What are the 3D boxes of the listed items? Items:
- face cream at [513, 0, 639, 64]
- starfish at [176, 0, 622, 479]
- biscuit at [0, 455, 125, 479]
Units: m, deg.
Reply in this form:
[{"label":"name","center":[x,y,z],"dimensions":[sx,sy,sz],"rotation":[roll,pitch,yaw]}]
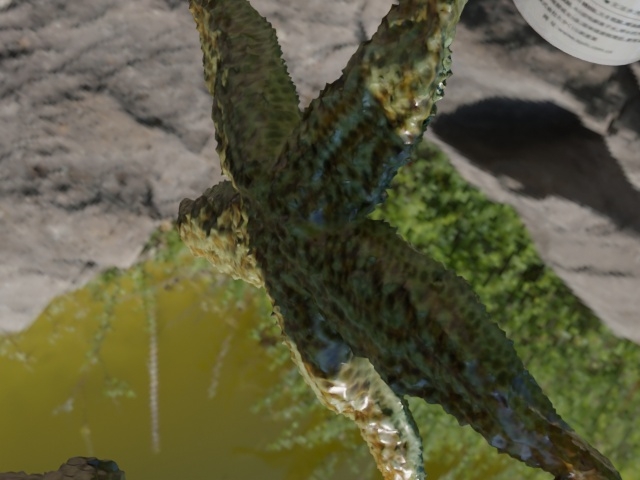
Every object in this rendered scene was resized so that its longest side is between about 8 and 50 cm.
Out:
[{"label":"face cream","center":[0.258,-0.272,0.841],"dimensions":[0.145,0.145,0.370],"rotation":[-35,170,-31]},{"label":"starfish","center":[-0.003,0.001,0.655],"dimensions":[0.078,0.358,0.347],"rotation":[-20,93,-32]},{"label":"biscuit","center":[-0.130,0.149,0.478],"dimensions":[0.108,0.239,0.062],"rotation":[-1,104,-5]}]
